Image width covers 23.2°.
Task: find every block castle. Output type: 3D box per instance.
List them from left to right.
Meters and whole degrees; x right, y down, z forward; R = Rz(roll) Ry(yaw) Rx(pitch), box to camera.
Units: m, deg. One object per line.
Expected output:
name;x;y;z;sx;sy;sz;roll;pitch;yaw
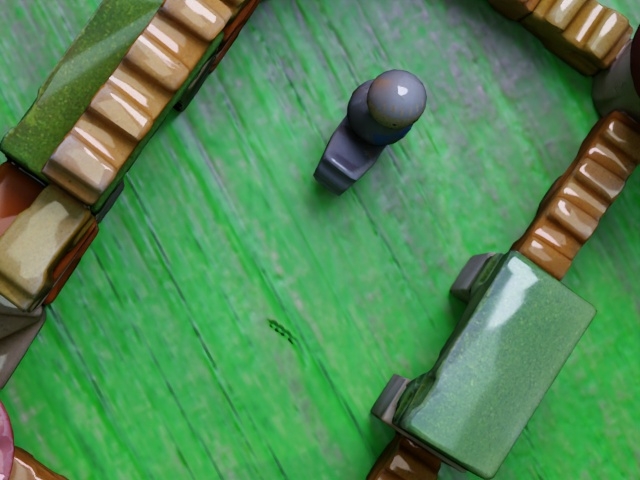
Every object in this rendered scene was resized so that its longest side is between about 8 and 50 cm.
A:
block castle;0.000;0.000;0.764;0.303;0.213;0.453;34;85;-4
